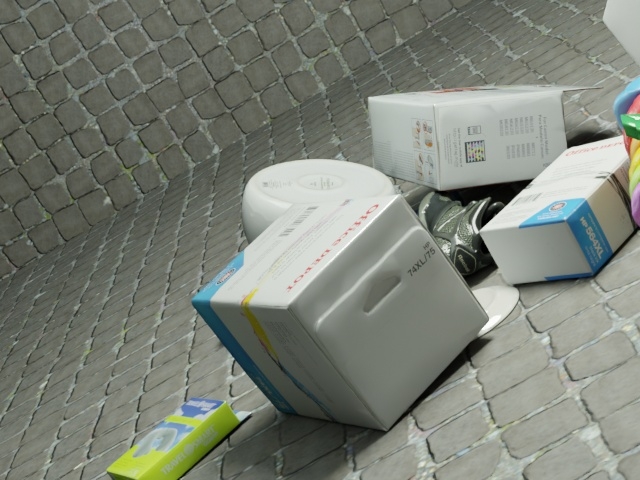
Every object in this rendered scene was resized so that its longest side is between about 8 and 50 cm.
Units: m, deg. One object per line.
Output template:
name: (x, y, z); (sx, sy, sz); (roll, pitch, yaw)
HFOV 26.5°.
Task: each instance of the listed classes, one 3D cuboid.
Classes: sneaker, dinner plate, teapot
sneaker: (0.201, -0.018, 1.859); (0.130, 0.087, 0.227); (-26, 19, 14)
dinner plate: (0.179, 0.092, 1.676); (0.141, 0.017, 0.141); (-31, 14, 9)
teapot: (0.000, 0.000, 2.031); (0.252, 0.187, 0.256); (18, 27, 37)

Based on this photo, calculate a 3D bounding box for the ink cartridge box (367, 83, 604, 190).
ink cartridge box: (0.249, -0.165, 2.073); (0.272, 0.130, 0.309); (-8, 9, -14)

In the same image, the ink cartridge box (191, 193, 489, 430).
ink cartridge box: (0.019, 0.083, 1.636); (0.198, 0.197, 0.270); (-44, 18, -22)

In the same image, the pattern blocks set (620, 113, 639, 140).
pattern blocks set: (0.474, -0.158, 1.391); (0.325, 0.026, 0.285); (-22, 26, -6)

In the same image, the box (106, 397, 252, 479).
box: (-0.186, 0.265, 1.789); (0.178, 0.042, 0.109); (-40, 17, -26)

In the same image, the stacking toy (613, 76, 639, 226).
stacking toy: (0.399, -0.052, 1.494); (0.175, 0.166, 0.302); (-16, 32, 36)

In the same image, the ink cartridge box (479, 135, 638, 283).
ink cartridge box: (0.320, -0.040, 1.680); (0.203, 0.086, 0.148); (-40, 17, -33)

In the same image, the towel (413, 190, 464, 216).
towel: (0.164, -0.032, 2.086); (0.119, 0.029, 0.067); (-27, 15, 15)

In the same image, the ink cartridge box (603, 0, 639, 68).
ink cartridge box: (0.606, -0.400, 1.837); (0.395, 0.166, 0.285); (-29, -21, -8)
